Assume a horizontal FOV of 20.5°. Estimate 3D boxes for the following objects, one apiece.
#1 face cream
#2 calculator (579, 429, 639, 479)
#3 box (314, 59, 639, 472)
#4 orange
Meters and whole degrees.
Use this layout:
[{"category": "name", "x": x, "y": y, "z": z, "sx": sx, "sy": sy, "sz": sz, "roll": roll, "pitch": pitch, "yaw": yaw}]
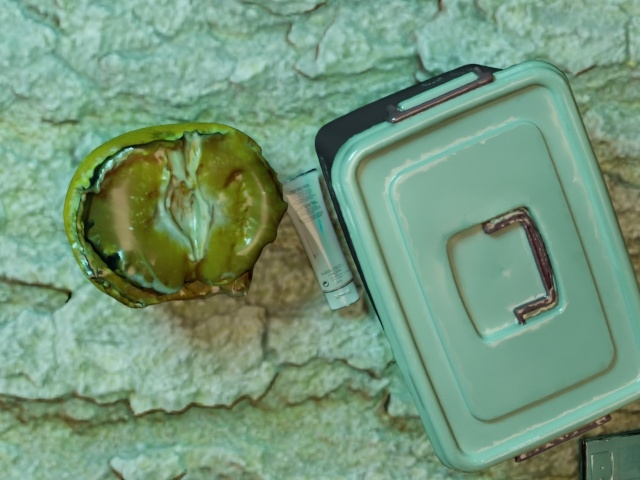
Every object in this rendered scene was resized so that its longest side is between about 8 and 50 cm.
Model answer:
[{"category": "face cream", "x": 0.000, "y": 0.000, "z": 1.408, "sx": 0.038, "sy": 0.020, "sz": 0.115, "roll": -24, "pitch": 106, "yaw": -6}, {"category": "calculator", "x": 0.303, "y": 0.184, "z": 1.522, "sx": 0.172, "sy": 0.018, "sz": 0.057, "roll": -7, "pitch": 106, "yaw": -11}, {"category": "box", "x": 0.119, "y": 0.007, "z": 1.361, "sx": 0.193, "sy": 0.167, "sz": 0.294, "roll": -23, "pitch": 107, "yaw": -5}, {"category": "orange", "x": -0.115, "y": -0.023, "z": 1.330, "sx": 0.160, "sy": 0.112, "sz": 0.170, "roll": -48, "pitch": 132, "yaw": -10}]
